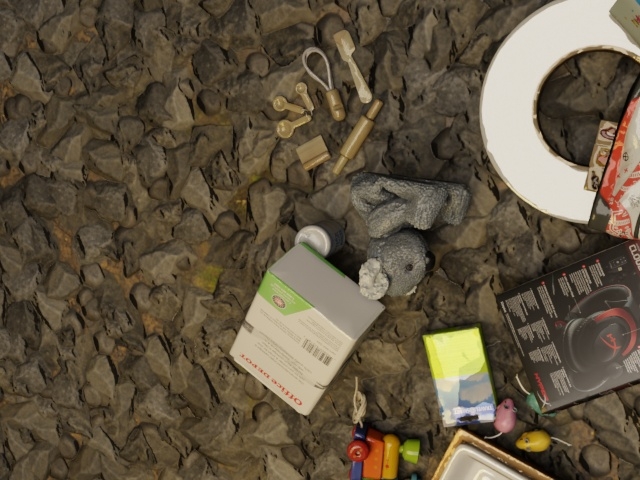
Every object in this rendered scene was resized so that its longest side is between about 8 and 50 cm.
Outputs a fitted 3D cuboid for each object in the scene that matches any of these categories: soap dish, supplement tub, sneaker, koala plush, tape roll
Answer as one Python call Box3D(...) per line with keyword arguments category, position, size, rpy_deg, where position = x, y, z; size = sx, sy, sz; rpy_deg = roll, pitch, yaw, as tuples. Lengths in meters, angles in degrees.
Box3D(category="soap dish", position=(0.338, 0.497, 1.538), size=(0.291, 0.118, 0.229), rpy_deg=(27, 106, 13))
Box3D(category="supplement tub", position=(0.000, 0.000, 1.584), size=(0.071, 0.107, 0.071), rpy_deg=(3, 100, 19))
Box3D(category="sneaker", position=(0.526, -0.127, 1.315), size=(0.145, 0.090, 0.270), rpy_deg=(17, 106, 14))
Box3D(category="koala plush", position=(0.139, -0.003, 1.502), size=(0.203, 0.196, 0.221), rpy_deg=(11, 100, 28))
Box3D(category="tape roll", position=(0.465, -0.221, 1.414), size=(0.392, 0.072, 0.392), rpy_deg=(3, 98, 18))

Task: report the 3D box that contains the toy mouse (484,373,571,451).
Box3D(category="toy mouse", position=(0.371, 0.313, 1.523), size=(0.161, 0.031, 0.143), rpy_deg=(-7, 89, -3))

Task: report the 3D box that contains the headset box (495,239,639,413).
Box3D(category="headset box", position=(0.476, 0.141, 1.412), size=(0.293, 0.110, 0.218), rpy_deg=(-26, 70, 20))

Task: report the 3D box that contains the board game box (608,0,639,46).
Box3D(category="board game box", position=(0.634, -0.369, 1.273), size=(0.303, 0.097, 0.224), rpy_deg=(-38, 84, 0))

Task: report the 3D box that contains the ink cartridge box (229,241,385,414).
Box3D(category="ink cartridge box", position=(-0.032, 0.168, 1.559), size=(0.198, 0.115, 0.273), rpy_deg=(38, 137, 10))

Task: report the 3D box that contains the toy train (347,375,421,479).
Box3D(category="toy train", position=(0.127, 0.387, 1.608), size=(0.143, 0.105, 0.248), rpy_deg=(6, 100, 7))

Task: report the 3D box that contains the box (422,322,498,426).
Box3D(category="box", position=(0.262, 0.250, 1.566), size=(0.109, 0.042, 0.178), rpy_deg=(-11, 95, 20))

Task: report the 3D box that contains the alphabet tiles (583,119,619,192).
Box3D(category="alphabet tiles", position=(0.557, -0.113, 1.358), size=(0.237, 0.009, 0.198), rpy_deg=(15, 103, 17))

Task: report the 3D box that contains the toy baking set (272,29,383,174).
Box3D(category="toy baking set", position=(0.015, -0.254, 1.582), size=(0.197, 0.030, 0.256), rpy_deg=(40, 108, 9))
